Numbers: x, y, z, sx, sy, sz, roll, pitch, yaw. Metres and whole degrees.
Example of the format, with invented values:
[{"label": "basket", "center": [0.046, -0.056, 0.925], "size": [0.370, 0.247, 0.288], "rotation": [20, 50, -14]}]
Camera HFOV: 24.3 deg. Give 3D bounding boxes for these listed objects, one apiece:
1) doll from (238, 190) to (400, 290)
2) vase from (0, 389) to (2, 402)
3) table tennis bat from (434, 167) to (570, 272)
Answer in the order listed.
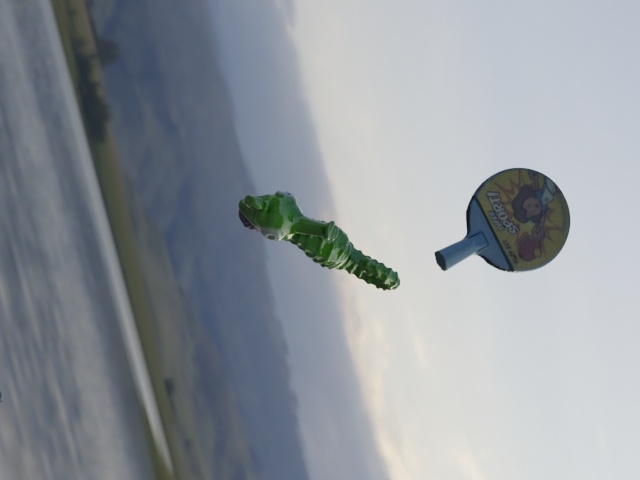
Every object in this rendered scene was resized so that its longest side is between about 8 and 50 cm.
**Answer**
[{"label": "doll", "center": [0.000, 0.000, 1.466], "size": [0.115, 0.190, 0.050], "rotation": [18, -100, 61]}, {"label": "vase", "center": [-0.517, 0.211, 2.035], "size": [0.081, 0.149, 0.081], "rotation": [8, 80, -57]}, {"label": "table tennis bat", "center": [0.173, -0.012, 1.409], "size": [0.100, 0.155, 0.019], "rotation": [65, -25, 0]}]
